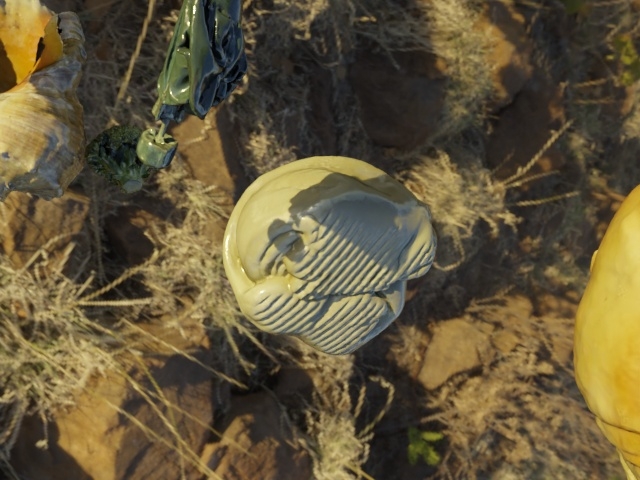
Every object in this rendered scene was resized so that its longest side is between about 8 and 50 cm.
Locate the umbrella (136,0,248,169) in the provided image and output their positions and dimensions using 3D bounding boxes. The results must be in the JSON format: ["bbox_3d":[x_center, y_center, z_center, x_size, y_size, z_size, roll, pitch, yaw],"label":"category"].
[{"bbox_3d":[-0.118,-0.227,0.812,0.348,0.094,0.143,-62,172,24],"label":"umbrella"}]

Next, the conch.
[{"bbox_3d":[-0.481,-0.202,1.091,0.297,0.210,0.352,30,41,-24],"label":"conch"}]

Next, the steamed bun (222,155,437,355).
[{"bbox_3d":[0.000,0.000,1.300,0.368,0.255,0.342,24,115,-43],"label":"steamed bun"}]

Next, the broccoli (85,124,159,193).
[{"bbox_3d":[-0.331,-0.139,1.261,0.130,0.120,0.131,-14,149,-7],"label":"broccoli"}]

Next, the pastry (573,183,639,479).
[{"bbox_3d":[0.407,0.084,0.600,0.245,0.410,0.409,-56,157,-72],"label":"pastry"}]
